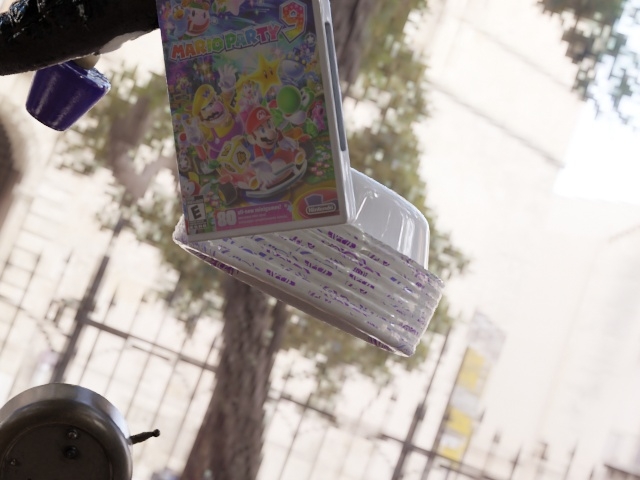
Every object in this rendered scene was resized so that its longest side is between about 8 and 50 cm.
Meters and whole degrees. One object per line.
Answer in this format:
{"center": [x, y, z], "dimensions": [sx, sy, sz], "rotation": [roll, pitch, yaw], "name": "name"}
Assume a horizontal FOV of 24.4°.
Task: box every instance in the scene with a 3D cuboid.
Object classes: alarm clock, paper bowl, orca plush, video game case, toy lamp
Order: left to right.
{"center": [-0.245, 0.186, 1.270], "dimensions": [0.192, 0.129, 0.064], "rotation": [19, 11, -9], "name": "alarm clock"}
{"center": [-0.186, -0.223, 1.185], "dimensions": [0.287, 0.151, 0.102], "rotation": [-15, -27, -1], "name": "orca plush"}
{"center": [-0.196, -0.229, 1.435], "dimensions": [0.080, 0.275, 0.080], "rotation": [35, 12, -8], "name": "toy lamp"}
{"center": [-0.031, -0.064, 0.673], "dimensions": [0.087, 0.122, 0.011], "rotation": [-7, 1, 30], "name": "video game case"}
{"center": [0.000, 0.000, 1.557], "dimensions": [0.284, 0.148, 0.284], "rotation": [27, -5, 3], "name": "paper bowl"}
